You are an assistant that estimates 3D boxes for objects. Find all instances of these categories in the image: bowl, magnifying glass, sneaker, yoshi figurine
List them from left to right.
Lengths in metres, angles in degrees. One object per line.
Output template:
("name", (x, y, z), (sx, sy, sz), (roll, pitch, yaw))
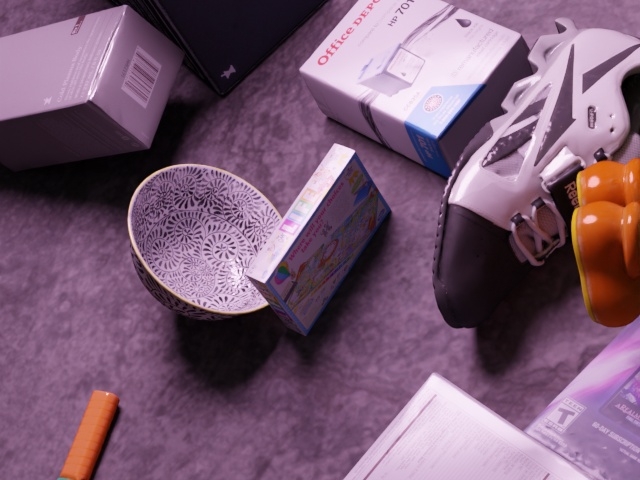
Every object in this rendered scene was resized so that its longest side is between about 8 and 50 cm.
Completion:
("magnifying glass", (-0.242, 0.249, 1.455), (0.092, 0.026, 0.231), (5, 61, 28))
("bowl", (-0.119, 0.017, 1.497), (0.080, 0.170, 0.170), (129, 146, -47))
("sneaker", (0.216, -0.059, 1.383), (0.146, 0.122, 0.331), (16, 67, 34))
("yoshi figurine", (0.394, -0.008, 1.222), (0.362, 0.203, 0.204), (-13, 71, 20))

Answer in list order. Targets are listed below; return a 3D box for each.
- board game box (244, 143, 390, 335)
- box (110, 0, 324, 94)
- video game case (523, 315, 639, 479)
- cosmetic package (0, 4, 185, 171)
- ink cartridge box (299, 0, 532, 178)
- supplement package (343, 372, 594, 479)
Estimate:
("board game box", (0.000, 0.000, 1.457), (0.026, 0.103, 0.154), (23, 70, 34))
("box", (-0.179, -0.360, 1.655), (0.183, 0.296, 0.294), (-42, 53, -6))
("video game case", (0.323, 0.116, 1.242), (0.274, 0.026, 0.196), (-42, 48, -20))
("cosmetic package", (-0.270, -0.158, 1.648), (0.238, 0.107, 0.127), (-6, 58, 39))
("ink cartridge box", (0.097, -0.163, 1.534), (0.190, 0.082, 0.140), (30, 75, 35))
("supplement package", (0.152, 0.240, 1.208), (0.244, 0.134, 0.139), (34, 77, 37))
